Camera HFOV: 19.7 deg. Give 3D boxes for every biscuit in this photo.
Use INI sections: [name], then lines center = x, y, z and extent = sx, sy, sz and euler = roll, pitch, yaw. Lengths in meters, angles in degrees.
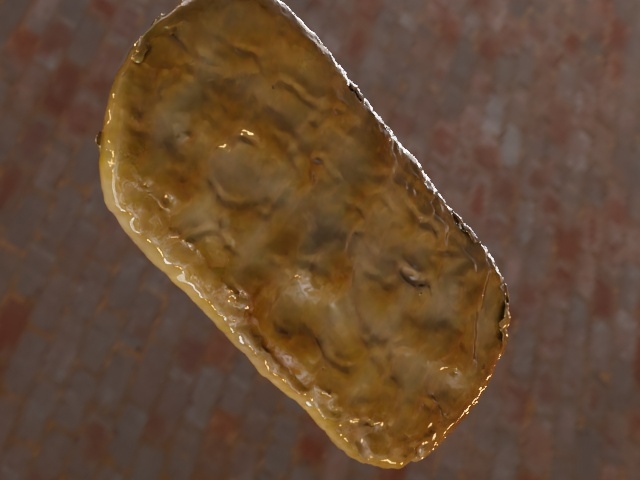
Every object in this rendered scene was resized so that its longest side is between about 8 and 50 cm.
[biscuit]
center = 0.000, 0.000, 0.778
extent = 0.118, 0.029, 0.247
euler = -51, -56, -14
